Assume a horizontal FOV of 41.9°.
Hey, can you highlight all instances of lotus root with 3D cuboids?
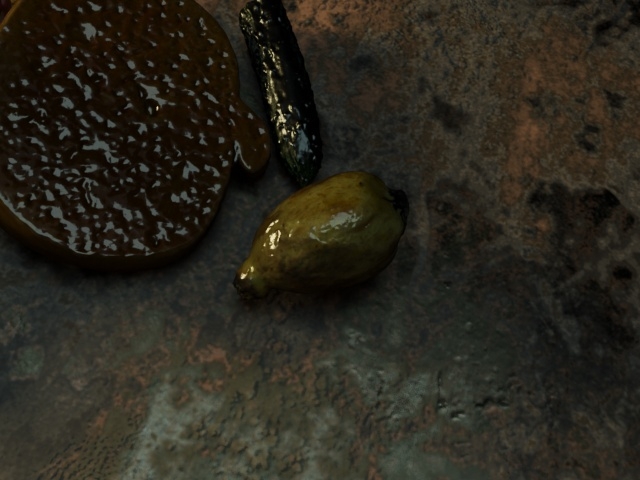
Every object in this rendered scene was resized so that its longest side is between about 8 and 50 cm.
[{"bbox_3d":[0.000,0.000,0.927,0.214,0.138,0.138,-27,66,-14],"label":"lotus root"}]

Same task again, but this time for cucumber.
[{"bbox_3d":[-0.044,-0.194,1.079,0.072,0.072,0.300,-9,61,-14],"label":"cucumber"}]

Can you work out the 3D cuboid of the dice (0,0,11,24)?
[{"bbox_3d":[-0.449,-0.287,1.059,0.093,0.091,0.094,5,57,-6],"label":"dice"}]

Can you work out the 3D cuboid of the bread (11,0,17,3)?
[{"bbox_3d":[-0.452,-0.435,1.144,0.380,0.109,0.185,28,54,8],"label":"bread"}]

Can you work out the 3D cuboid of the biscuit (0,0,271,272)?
[{"bbox_3d":[-0.229,-0.144,1.001,0.350,0.070,0.394,18,62,-14],"label":"biscuit"}]
